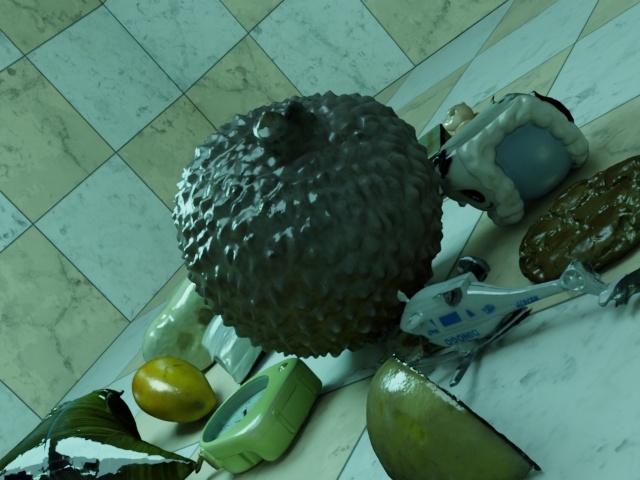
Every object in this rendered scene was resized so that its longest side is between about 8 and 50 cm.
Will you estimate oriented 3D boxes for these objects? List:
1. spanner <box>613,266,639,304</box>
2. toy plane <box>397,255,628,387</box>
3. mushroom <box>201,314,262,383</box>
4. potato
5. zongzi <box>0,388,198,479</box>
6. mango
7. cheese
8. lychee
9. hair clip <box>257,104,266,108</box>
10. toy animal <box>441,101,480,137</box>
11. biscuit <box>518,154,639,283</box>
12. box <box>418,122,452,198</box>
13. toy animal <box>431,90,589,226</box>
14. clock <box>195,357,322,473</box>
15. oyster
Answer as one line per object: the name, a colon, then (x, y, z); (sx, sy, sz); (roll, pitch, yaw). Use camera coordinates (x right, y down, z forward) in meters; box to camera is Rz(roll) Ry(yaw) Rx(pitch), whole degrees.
spanner: (0.375, -0.022, 0.897); (0.054, 0.015, 0.254); (15, 54, 45)
toy plane: (0.187, 0.073, 0.966); (0.182, 0.107, 0.273); (-36, 7, -26)
mushroom: (-0.095, 0.131, 1.707); (0.159, 0.122, 0.328); (26, 64, 38)
potato: (0.089, 0.190, 0.865); (0.100, 0.120, 0.261); (-50, 12, -6)
zongzi: (-0.329, 0.353, 1.500); (0.432, 0.207, 0.403); (-23, 10, 18)
mango: (-0.269, 0.281, 1.632); (0.219, 0.145, 0.112); (6, 89, 57)
cheese: (-0.258, 0.170, 1.887); (0.248, 0.174, 0.251); (-44, 7, 37)
lychee: (-0.006, -0.015, 1.231); (0.380, 0.432, 0.380); (-10, 44, 10)
hair clip: (-0.067, -0.153, 2.038); (0.101, 0.331, 0.085); (-46, 10, -25)
toy animal: (0.285, -0.240, 1.827); (0.091, 0.082, 0.114); (-35, 14, 36)
biscuit: (0.327, -0.029, 1.048); (0.226, 0.042, 0.226); (-41, 11, 10)
box: (0.142, -0.088, 1.741); (0.310, 0.084, 0.198); (-37, 13, 20)
toy animal: (0.273, -0.118, 1.269); (0.204, 0.156, 0.208); (-43, 4, 3)
clock: (-0.109, 0.273, 1.302); (0.232, 0.069, 0.170); (-33, 15, 40)
oyster: (0.134, 0.111, 1.137); (0.148, 0.051, 0.103); (-60, 13, -26)
